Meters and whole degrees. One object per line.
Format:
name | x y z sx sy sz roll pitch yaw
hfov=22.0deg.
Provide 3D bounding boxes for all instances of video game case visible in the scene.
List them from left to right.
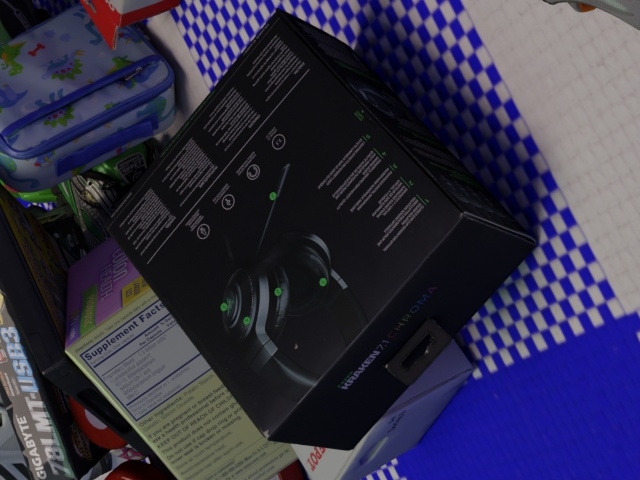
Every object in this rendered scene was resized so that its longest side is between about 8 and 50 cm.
video game case | -0.276 0.075 1.752 0.275 0.035 0.248 60 -178 32

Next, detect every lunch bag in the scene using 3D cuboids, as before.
lunch bag | -0.274 -0.156 1.787 0.176 0.219 0.090 49 156 31

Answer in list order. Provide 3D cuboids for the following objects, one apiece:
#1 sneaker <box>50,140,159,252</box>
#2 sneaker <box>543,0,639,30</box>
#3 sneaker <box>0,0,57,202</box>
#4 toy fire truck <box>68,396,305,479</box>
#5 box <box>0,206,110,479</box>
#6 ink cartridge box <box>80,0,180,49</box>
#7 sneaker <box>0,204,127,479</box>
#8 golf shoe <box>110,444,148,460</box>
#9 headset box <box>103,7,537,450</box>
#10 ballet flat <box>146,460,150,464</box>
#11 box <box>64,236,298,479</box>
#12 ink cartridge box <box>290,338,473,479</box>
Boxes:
sneaker | -0.218 -0.022 1.889 0.343 0.134 0.146 54 156 24
sneaker | 0.138 -0.211 1.085 0.271 0.100 0.108 37 149 45
sneaker | -0.384 -0.183 2.080 0.483 0.185 0.202 113 167 -69
toy fire truck | -0.140 0.222 1.971 0.254 0.169 0.302 -5 110 38
box | -0.320 0.122 2.081 0.073 0.293 0.295 -15 102 22
ink cartridge box | -0.196 -0.313 1.658 0.134 0.078 0.231 57 154 18
sneaker | -0.423 0.186 2.333 0.169 0.257 0.447 29 136 52
golf shoe | -0.276 0.268 2.302 0.186 0.086 0.067 122 144 -70
headset box | 0.000 0.000 1.354 0.246 0.131 0.283 -50 58 14
ballet flat | -0.221 0.323 2.287 0.072 0.068 0.213 58 154 15
box | -0.145 0.124 1.705 0.243 0.117 0.213 53 -174 -22
ink cartridge box | -0.003 0.072 1.575 0.289 0.121 0.211 57 155 17
